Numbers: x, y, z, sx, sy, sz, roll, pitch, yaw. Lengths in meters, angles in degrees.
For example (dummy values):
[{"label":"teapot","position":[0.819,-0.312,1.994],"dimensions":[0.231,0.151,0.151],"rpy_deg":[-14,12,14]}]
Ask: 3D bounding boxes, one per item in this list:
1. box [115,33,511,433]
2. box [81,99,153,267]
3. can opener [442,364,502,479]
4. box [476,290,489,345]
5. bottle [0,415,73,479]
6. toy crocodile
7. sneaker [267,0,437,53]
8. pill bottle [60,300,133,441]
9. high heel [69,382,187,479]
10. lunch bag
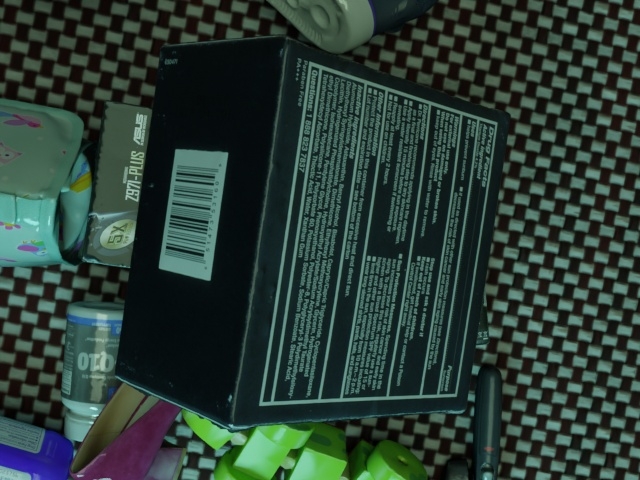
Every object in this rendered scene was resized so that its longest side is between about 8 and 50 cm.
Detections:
[{"label":"box","position":[0.000,0.000,0.804],"dimensions":[0.294,0.182,0.297],"rpy_deg":[8,91,-43]},{"label":"box","position":[-0.179,-0.052,0.879],"dimensions":[0.077,0.180,0.148],"rpy_deg":[8,92,-9]},{"label":"can opener","position":[0.183,0.233,1.003],"dimensions":[0.073,0.059,0.186],"rpy_deg":[8,92,-8]},{"label":"box","position":[0.086,0.033,0.989],"dimensions":[0.190,0.045,0.184],"rpy_deg":[-6,91,-7]},{"label":"bottle","position":[-0.397,0.211,0.884],"dimensions":[0.282,0.092,0.118],"rpy_deg":[21,119,-16]},{"label":"toy crocodile","position":[0.002,0.240,0.963],"dimensions":[0.340,0.105,0.115],"rpy_deg":[28,110,-10]},{"label":"sneaker","position":[0.011,-0.362,0.937],"dimensions":[0.236,0.130,0.323],"rpy_deg":[-39,81,-24]},{"label":"pill bottle","position":[-0.230,0.136,0.933],"dimensions":[0.078,0.078,0.137],"rpy_deg":[4,92,-8]},{"label":"high heel","position":[-0.174,0.127,0.889],"dimensions":[0.117,0.082,0.244],"rpy_deg":[25,78,-49]},{"label":"lunch bag","position":[-0.325,-0.056,0.819],"dimensions":[0.223,0.262,0.160],"rpy_deg":[12,91,-7]}]
